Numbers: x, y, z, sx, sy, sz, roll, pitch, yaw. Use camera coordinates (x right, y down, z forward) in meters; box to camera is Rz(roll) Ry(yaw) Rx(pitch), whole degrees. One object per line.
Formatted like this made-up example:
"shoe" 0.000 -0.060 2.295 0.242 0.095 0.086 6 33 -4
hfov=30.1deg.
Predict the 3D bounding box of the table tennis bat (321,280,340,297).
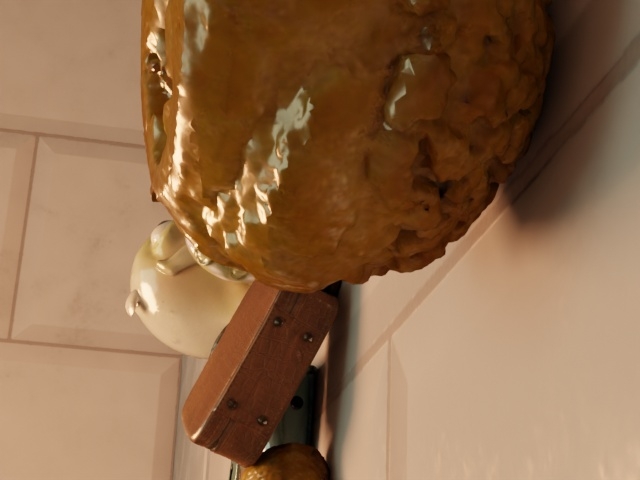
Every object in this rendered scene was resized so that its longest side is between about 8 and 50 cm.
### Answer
"table tennis bat" 0.000 0.000 1.318 0.220 0.019 0.130 -108 27 -64

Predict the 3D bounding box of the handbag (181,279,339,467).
"handbag" -0.065 0.122 1.208 0.193 0.072 0.151 -62 14 -2

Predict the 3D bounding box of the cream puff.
"cream puff" 0.012 -0.140 0.713 0.343 0.231 0.327 -105 17 -48

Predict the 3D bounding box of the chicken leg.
"chicken leg" -0.026 0.282 1.107 0.251 0.087 0.107 -111 33 -63

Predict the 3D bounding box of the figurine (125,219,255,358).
"figurine" -0.095 0.018 1.529 0.274 0.227 0.394 56 138 25

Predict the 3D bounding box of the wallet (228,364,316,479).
"wallet" -0.056 0.266 1.328 0.176 0.075 0.250 148 128 -71
